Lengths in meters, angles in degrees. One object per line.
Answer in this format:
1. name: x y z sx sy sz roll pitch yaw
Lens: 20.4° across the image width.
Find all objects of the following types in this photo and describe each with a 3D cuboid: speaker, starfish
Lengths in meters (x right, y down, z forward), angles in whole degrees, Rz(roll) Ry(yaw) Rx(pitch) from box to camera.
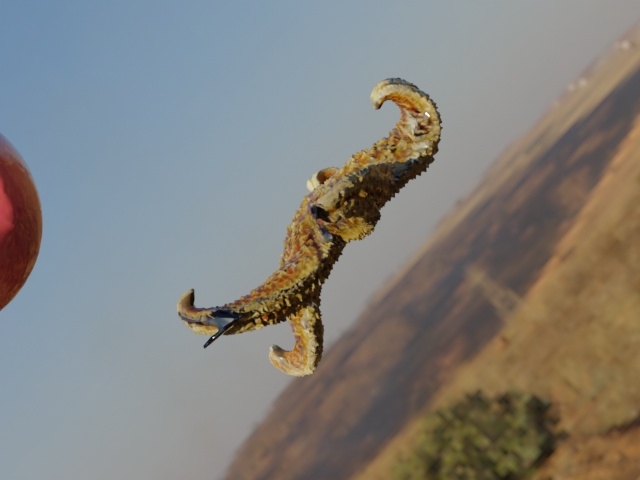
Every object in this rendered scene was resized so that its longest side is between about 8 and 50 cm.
1. speaker: -0.486 -0.020 2.200 0.294 0.294 0.294 -47 -3 -3
2. starfish: -0.004 0.001 1.539 0.303 0.113 0.312 -50 -10 -41
